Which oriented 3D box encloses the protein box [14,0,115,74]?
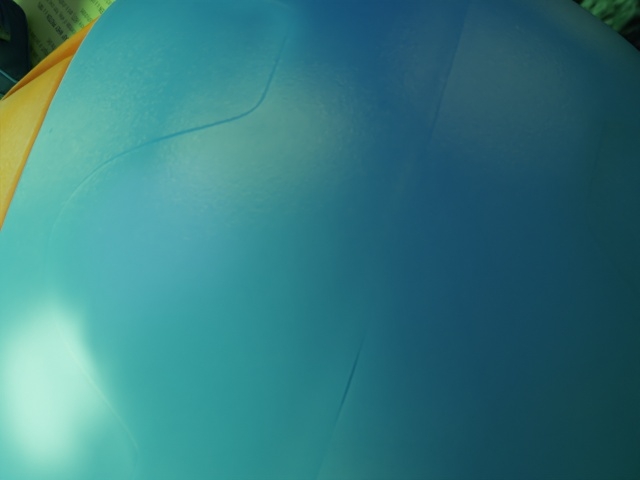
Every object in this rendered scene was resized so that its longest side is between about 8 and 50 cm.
[{"bbox_3d":[-0.116,-0.068,1.068,0.201,0.136,0.200,-50,32,5],"label":"protein box"}]

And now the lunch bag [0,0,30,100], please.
[{"bbox_3d":[-0.191,-0.103,1.004,0.065,0.067,0.098,-41,35,19],"label":"lunch bag"}]

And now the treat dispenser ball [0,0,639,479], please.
[{"bbox_3d":[0.007,0.041,0.653,0.288,0.288,0.288,-34,36,29],"label":"treat dispenser ball"}]
